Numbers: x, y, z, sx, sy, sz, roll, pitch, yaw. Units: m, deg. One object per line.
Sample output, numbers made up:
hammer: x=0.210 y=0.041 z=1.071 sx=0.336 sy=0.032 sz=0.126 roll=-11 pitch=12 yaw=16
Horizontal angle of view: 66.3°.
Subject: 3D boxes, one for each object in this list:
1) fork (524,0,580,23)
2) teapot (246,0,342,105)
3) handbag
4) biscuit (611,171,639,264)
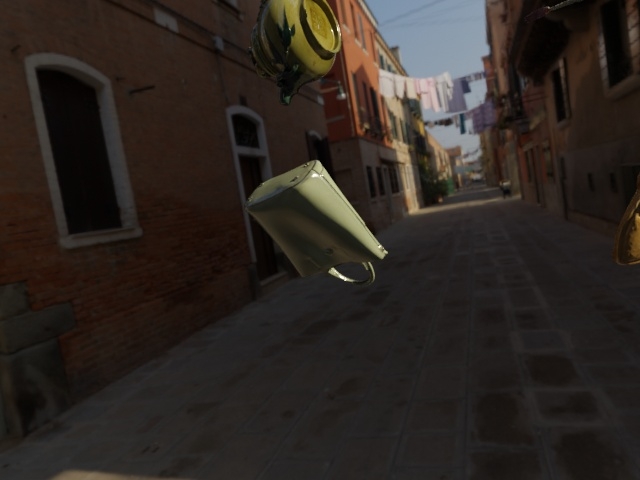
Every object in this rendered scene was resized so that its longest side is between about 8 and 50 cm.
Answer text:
fork: x=0.399 y=-0.390 z=0.814 sx=0.115 sy=0.016 sz=0.012 roll=-9 pitch=46 yaw=44
teapot: x=-0.067 y=-0.395 z=0.947 sx=0.182 sy=0.270 sz=0.173 roll=-15 pitch=-11 yaw=34
handbag: x=0.000 y=0.000 z=1.017 sx=0.241 sy=0.316 sz=0.109 roll=-16 pitch=28 yaw=42
biscuit: x=0.497 y=-0.061 z=0.668 sx=0.250 sy=0.162 sz=0.035 roll=-49 pitch=8 yaw=8
